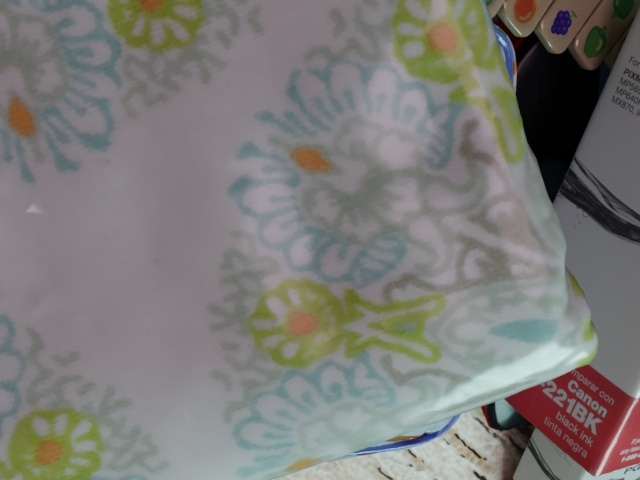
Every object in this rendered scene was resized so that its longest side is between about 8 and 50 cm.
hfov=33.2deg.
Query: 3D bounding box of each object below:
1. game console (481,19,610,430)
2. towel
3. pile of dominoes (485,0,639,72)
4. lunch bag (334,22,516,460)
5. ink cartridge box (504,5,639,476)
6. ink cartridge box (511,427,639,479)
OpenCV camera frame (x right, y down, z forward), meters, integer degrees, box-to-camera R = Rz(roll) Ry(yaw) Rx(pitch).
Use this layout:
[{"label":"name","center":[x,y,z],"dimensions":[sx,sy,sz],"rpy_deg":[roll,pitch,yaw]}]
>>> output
[{"label":"game console","center":[0.286,-0.045,0.806],"dimensions":[0.387,0.060,0.342],"rpy_deg":[-17,120,-18]},{"label":"towel","center":[-0.075,-0.057,0.493],"dimensions":[0.321,0.090,0.374],"rpy_deg":[-19,104,6]},{"label":"pile of dominoes","center":[0.178,-0.194,0.604],"dimensions":[0.251,0.040,0.196],"rpy_deg":[14,97,-38]},{"label":"lunch bag","center":[0.000,0.000,0.656],"dimensions":[0.243,0.115,0.303],"rpy_deg":[-7,116,-26]},{"label":"ink cartridge box","center":[0.246,-0.003,0.688],"dimensions":[0.197,0.114,0.272],"rpy_deg":[-4,122,-40]},{"label":"ink cartridge box","center":[0.223,0.172,0.852],"dimensions":[0.109,0.063,0.150],"rpy_deg":[-11,137,-22]}]
